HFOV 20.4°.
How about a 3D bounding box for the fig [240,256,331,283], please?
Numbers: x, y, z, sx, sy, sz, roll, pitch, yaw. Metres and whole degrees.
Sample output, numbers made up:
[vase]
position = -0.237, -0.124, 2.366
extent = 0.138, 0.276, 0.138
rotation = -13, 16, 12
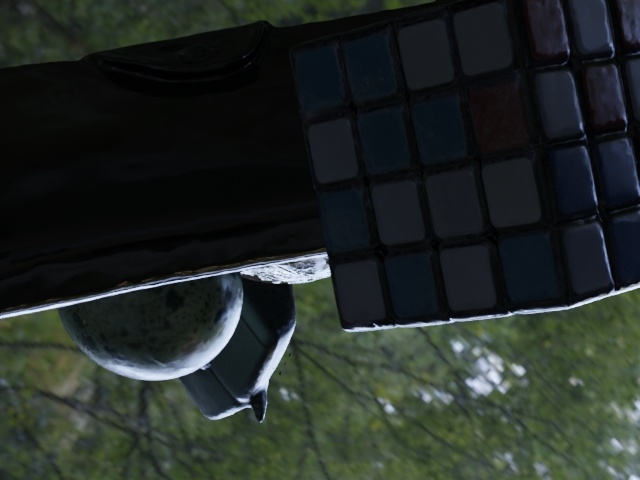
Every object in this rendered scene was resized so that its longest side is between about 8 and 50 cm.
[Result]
[fig]
position = 0.000, 0.000, 1.462
extent = 0.149, 0.245, 0.149
rotation = -19, -131, 24

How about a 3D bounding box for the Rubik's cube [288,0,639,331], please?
[Rubik's cube]
position = 0.059, -0.027, 0.550
extent = 0.092, 0.092, 0.092
rotation = -9, -87, 45

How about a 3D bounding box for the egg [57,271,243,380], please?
[egg]
position = -0.135, 0.039, 1.359
extent = 0.172, 0.132, 0.132
rotation = 5, -114, 51

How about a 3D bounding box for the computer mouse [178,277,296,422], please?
[computer mouse]
position = -0.110, -0.004, 1.639
extent = 0.188, 0.121, 0.371
rotation = 127, -42, -53

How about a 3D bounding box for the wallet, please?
[wallet]
position = -0.044, -0.049, 0.883
extent = 0.377, 0.051, 0.197
rotation = -10, -143, -15
